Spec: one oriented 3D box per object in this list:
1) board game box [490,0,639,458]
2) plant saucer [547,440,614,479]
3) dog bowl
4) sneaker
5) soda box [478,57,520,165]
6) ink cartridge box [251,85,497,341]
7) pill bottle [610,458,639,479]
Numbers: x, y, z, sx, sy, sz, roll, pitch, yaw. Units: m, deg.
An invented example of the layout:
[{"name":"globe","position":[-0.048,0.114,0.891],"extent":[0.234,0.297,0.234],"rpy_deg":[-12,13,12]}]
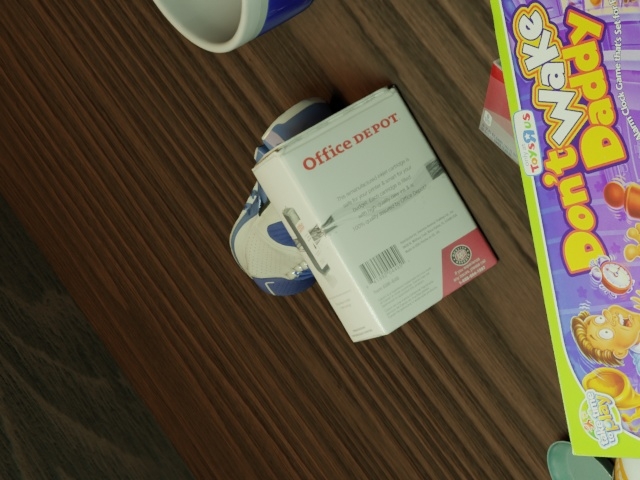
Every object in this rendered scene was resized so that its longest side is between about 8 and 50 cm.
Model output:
[{"name":"board game box","position":[0.258,-0.024,0.935],"extent":[0.233,0.078,0.347],"rpy_deg":[-7,95,49]},{"name":"plant saucer","position":[0.291,0.260,1.447],"extent":[0.119,0.021,0.119],"rpy_deg":[44,152,32]},{"name":"dog bowl","position":[-0.116,-0.340,1.440],"extent":[0.265,0.104,0.265],"rpy_deg":[44,152,30]},{"name":"sneaker","position":[0.000,-0.001,1.579],"extent":[0.182,0.127,0.315],"rpy_deg":[51,153,23]},{"name":"soda box","position":[0.248,-0.056,1.079],"extent":[0.263,0.092,0.083],"rpy_deg":[46,152,28]},{"name":"ink cartridge box","position":[0.054,-0.027,1.405],"extent":[0.218,0.159,0.092],"rpy_deg":[60,157,-2]},{"name":"pill bottle","position":[0.327,0.213,1.151],"extent":[0.162,0.162,0.278],"rpy_deg":[42,151,34]}]
